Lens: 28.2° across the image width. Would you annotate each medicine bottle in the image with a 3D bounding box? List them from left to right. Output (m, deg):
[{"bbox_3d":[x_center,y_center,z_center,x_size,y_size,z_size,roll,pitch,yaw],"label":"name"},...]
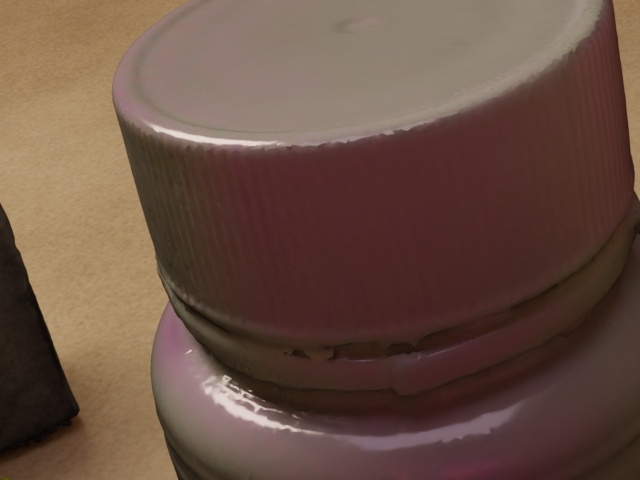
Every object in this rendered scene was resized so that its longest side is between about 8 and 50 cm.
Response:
[{"bbox_3d":[0.044,0.045,0.602,0.256,0.325,0.256,-11,30,7],"label":"medicine bottle"}]

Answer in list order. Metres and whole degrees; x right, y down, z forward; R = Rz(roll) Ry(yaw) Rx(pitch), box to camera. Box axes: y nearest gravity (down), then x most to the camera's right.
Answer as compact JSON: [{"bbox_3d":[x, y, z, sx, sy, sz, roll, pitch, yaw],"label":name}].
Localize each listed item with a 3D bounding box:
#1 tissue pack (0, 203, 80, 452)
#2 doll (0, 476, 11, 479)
[{"bbox_3d":[-0.377,0.063,0.768,0.394,0.288,0.124,-23,34,-17],"label":"tissue pack"},{"bbox_3d":[-0.243,0.195,0.703,0.129,0.081,0.207,-21,15,42],"label":"doll"}]
